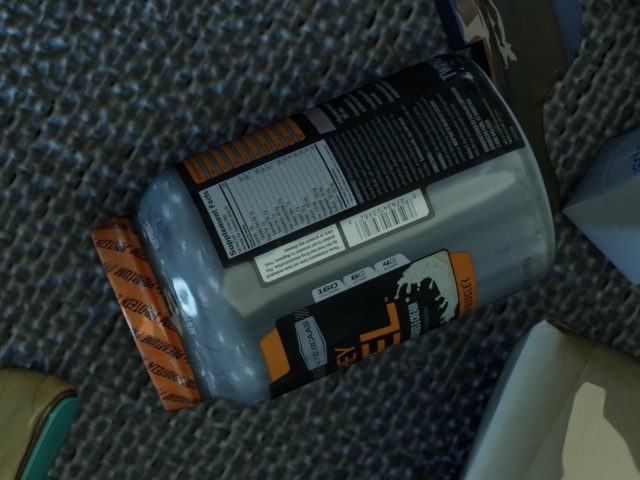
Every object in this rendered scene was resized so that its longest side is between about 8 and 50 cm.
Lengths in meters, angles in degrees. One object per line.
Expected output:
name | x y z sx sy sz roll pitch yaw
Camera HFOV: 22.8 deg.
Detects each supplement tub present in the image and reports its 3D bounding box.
supplement tub | 0.000 0.000 1.199 0.316 0.193 0.193 -23 102 -6

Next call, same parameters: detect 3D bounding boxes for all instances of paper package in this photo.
paper package | 0.164 0.239 1.175 0.168 0.309 0.324 24 85 8

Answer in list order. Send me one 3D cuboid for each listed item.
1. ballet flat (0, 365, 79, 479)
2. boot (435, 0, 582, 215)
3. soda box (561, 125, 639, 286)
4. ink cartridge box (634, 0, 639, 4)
ballet flat | -0.261 0.207 1.253 0.073 0.080 0.232 23 91 14
boot | 0.176 -0.128 1.272 0.106 0.082 0.219 -23 101 -4
soda box | 0.320 -0.055 1.206 0.098 0.286 0.091 44 59 -14
ink cartridge box | 0.282 -0.292 1.207 0.270 0.198 0.197 31 92 -15
